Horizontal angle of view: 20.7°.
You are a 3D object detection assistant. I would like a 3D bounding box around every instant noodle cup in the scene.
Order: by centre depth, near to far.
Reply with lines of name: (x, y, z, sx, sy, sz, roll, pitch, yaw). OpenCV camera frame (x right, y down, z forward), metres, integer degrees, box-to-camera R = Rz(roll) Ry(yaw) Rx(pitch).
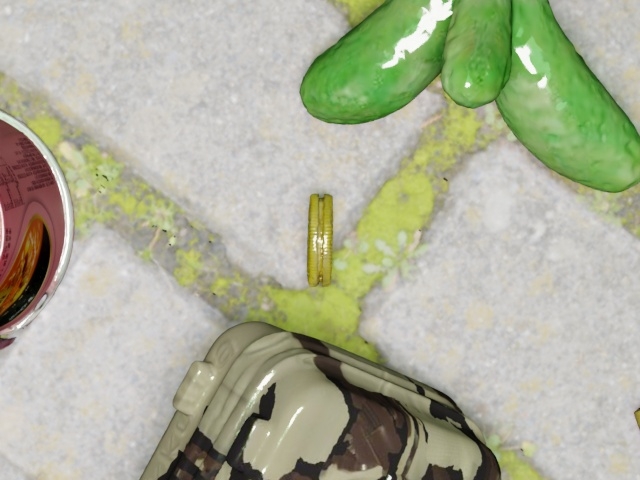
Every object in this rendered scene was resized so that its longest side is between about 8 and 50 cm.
instant noodle cup: (-0.331, -0.011, 1.450, 0.244, 0.255, 0.244, 0, 93, -3)

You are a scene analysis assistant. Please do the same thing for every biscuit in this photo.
biscuit: (0.000, 0.000, 1.549, 0.023, 0.084, 0.084, 2, 90, -1)

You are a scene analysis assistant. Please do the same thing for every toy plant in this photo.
toy plant: (0.166, -0.235, 1.499, 0.317, 0.210, 0.356, 12, 101, -1)

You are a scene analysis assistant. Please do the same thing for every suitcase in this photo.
suitcase: (-0.012, 0.267, 1.481, 0.339, 0.194, 0.352, 24, 98, -36)

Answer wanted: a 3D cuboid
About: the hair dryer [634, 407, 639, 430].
hair dryer: (0.333, 0.281, 1.575, 0.135, 0.090, 0.279, -19, 85, 0)
